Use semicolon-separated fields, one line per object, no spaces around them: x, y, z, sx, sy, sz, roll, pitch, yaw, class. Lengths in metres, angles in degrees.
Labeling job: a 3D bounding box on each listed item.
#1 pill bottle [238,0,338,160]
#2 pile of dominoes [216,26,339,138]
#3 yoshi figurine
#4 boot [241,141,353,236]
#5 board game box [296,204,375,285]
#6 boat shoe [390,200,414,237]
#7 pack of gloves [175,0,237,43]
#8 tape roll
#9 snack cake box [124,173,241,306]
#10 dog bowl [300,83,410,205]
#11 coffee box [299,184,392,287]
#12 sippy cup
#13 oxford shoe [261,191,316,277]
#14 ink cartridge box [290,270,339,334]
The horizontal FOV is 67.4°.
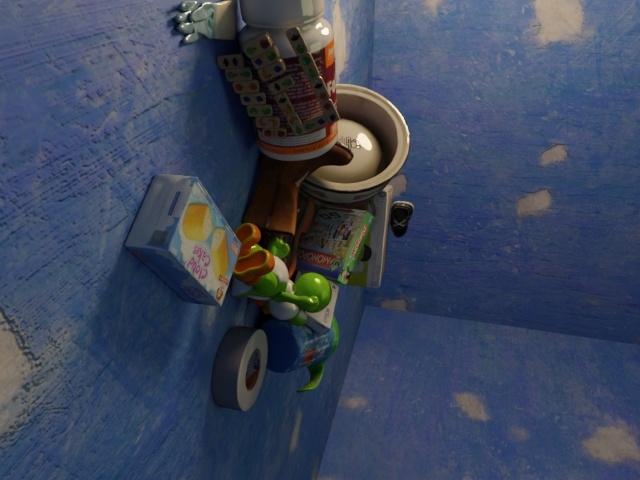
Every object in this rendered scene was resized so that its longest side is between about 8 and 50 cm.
-0.074;-0.414;1.172;0.224;0.224;0.392;-70;162;-44;pill bottle
-0.092;-0.331;1.070;0.040;0.196;0.251;-89;155;-48;pile of dominoes
-0.086;0.100;1.260;0.362;0.203;0.203;55;51;-49;yoshi figurine
-0.057;-0.147;1.301;0.096;0.264;0.280;91;9;-66;boot
0.000;0.000;1.443;0.046;0.317;0.213;33;76;-39;board game box
0.300;-0.080;1.784;0.233;0.084;0.079;78;20;-69;boat shoe
-0.228;-0.490;0.929;0.232;0.046;0.195;-53;159;-60;pack of gloves
-0.213;0.344;1.300;0.219;0.072;0.219;6;90;-76;tape roll
-0.251;0.010;0.931;0.264;0.089;0.152;72;27;-61;snack cake box
0.066;-0.288;1.510;0.150;0.408;0.408;96;6;-64;dog bowl
0.077;-0.042;1.753;0.338;0.334;0.337;-41;136;-75;coffee box
-0.089;0.313;1.531;0.240;0.305;0.224;-56;161;16;sippy cup
-0.139;0.009;1.430;0.133;0.130;0.363;35;64;-38;oxford shoe
-0.053;0.163;1.523;0.045;0.224;0.223;-51;-168;30;ink cartridge box
